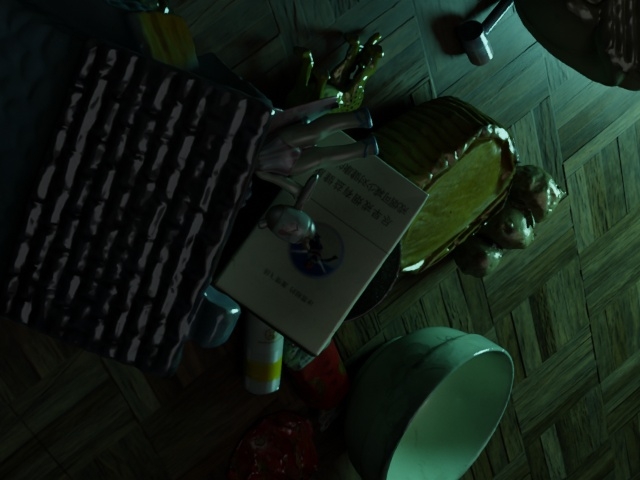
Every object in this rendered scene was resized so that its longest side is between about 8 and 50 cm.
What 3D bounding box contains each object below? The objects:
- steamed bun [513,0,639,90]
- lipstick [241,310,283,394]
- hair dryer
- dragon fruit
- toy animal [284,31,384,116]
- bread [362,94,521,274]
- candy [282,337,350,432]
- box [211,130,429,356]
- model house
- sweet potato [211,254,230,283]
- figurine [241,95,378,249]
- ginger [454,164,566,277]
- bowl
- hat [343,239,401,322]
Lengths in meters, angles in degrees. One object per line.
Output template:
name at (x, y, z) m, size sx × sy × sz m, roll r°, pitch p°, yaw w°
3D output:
steamed bun at (0.406, -0.376, 2.114) m, size 0.324 × 0.219 × 0.310 m, roll -46°, pitch 105°, yaw -13°
lipstick at (-0.077, 0.099, 2.159) m, size 0.059 × 0.059 × 0.264 m, roll -22°, pitch 133°, yaw -32°
hair dryer at (0.241, -0.304, 2.170) m, size 0.114 × 0.037 × 0.063 m, roll -51°, pitch 145°, yaw -11°
dragon fruit at (-0.049, 0.348, 2.356) m, size 0.153 × 0.111 × 0.153 m, roll -27°, pitch 140°, yaw -25°
toy animal at (0.010, -0.194, 2.007) m, size 0.181 × 0.073 × 0.136 m, roll -28°, pitch 147°, yaw -45°
bread at (0.149, -0.083, 2.172) m, size 0.253 × 0.142 × 0.227 m, roll -36°, pitch 139°, yaw -22°
candy at (-0.009, 0.191, 2.304) m, size 0.086 × 0.059 × 0.292 m, roll -41°, pitch 143°, yaw -15°
box at (0.000, 0.000, 1.996) m, size 0.256 × 0.164 × 0.069 m, roll -55°, pitch -176°, yaw -6°
model house at (-0.183, -0.072, 1.631) m, size 0.297 × 0.339 × 0.360 m, roll 0°, pitch 116°, yaw -60°
sweet potato at (-0.215, 0.032, 1.958) m, size 0.346 × 0.079 × 0.108 m, roll -10°, pitch 150°, yaw -43°
figurine at (-0.054, -0.088, 1.923) m, size 0.260 × 0.103 × 0.205 m, roll -15°, pitch 115°, yaw -5°
ginger at (0.287, -0.027, 2.407) m, size 0.104 × 0.080 × 0.204 m, roll 37°, pitch 92°, yaw -20°
bowl at (0.152, 0.262, 2.431) m, size 0.307 × 0.163 × 0.307 m, roll -31°, pitch 140°, yaw -31°
hat at (0.007, 0.015, 2.077) m, size 0.193 × 0.082 × 0.193 m, roll 0°, pitch 91°, yaw -10°
